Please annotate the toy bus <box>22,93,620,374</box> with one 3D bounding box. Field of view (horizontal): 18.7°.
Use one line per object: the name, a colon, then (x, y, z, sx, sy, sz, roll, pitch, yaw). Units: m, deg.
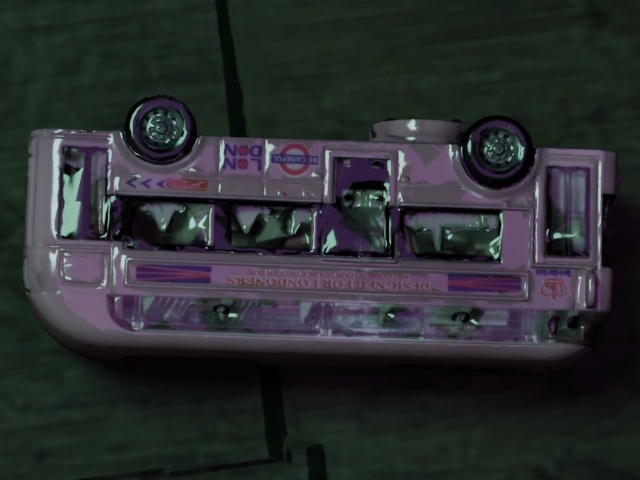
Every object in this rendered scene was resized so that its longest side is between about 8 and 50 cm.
toy bus: (0.000, 0.000, 0.670, 0.203, 0.063, 0.090, 1, 84, -4)
